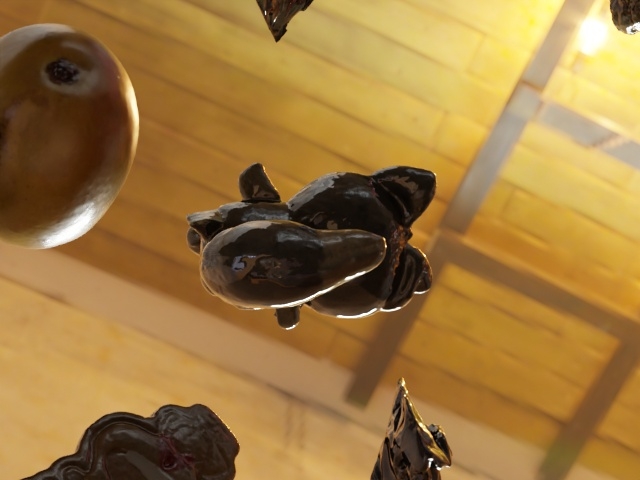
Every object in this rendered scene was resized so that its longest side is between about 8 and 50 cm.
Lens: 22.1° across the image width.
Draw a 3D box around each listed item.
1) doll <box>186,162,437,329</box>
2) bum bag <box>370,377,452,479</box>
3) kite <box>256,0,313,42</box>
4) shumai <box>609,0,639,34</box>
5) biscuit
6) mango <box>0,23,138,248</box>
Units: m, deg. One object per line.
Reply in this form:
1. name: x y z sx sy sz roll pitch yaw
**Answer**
1. doll: 0.005 0.035 2.400 0.383 0.252 0.378 -9 -158 -5
2. bum bag: 0.082 0.262 1.531 0.074 0.310 0.137 0 -146 -3
3. kite: -0.017 -0.355 2.019 0.013 0.267 0.323 38 -139 20
4. shumai: 0.409 -0.415 2.125 0.204 0.271 0.222 28 -178 4
5. biscuit: -0.222 0.283 1.891 0.320 0.047 0.183 -6 -123 -34
6. mango: -0.375 -0.135 2.178 0.232 0.300 0.446 10 174 -15
